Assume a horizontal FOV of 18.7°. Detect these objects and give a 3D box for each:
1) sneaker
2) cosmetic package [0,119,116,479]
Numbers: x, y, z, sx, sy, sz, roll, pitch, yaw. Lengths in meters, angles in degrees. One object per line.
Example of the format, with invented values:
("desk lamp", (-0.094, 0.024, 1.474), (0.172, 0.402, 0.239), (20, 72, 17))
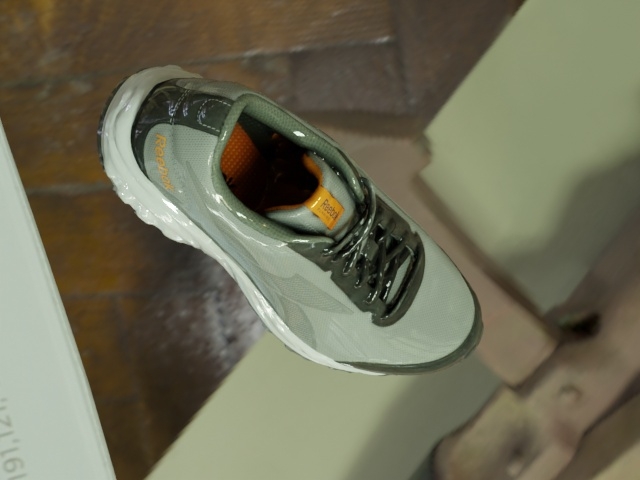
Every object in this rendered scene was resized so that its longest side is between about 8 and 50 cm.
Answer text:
("sneaker", (0.000, 0.000, 1.083), (0.271, 0.100, 0.108), (36, 162, -33))
("cosmetic package", (-0.308, 0.087, 0.845), (0.394, 0.329, 0.327), (-16, 70, -12))
